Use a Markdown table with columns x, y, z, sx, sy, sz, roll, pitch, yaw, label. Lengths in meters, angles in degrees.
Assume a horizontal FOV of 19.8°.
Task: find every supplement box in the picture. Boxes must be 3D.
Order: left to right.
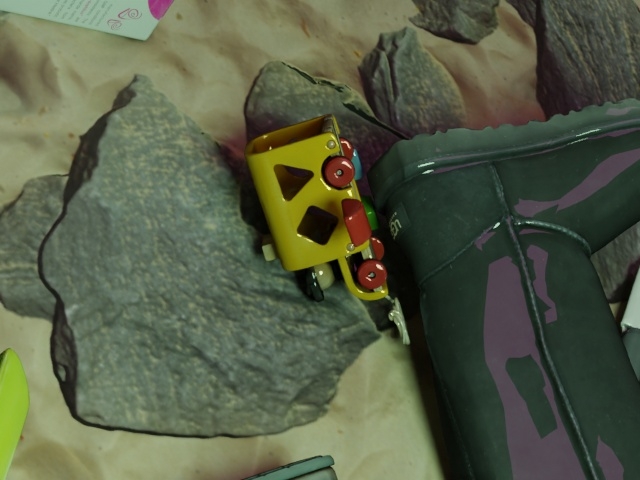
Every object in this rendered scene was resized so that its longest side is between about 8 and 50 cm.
| x | y | z | sx | sy | sz | roll | pitch | yaw | label |
| --- | --- | --- | --- | --- | --- | --- | --- | --- | --- |
| -0.242 | -0.278 | 1.701 | 0.220 | 0.111 | 0.114 | 10 | 51 | -31 | supplement box |

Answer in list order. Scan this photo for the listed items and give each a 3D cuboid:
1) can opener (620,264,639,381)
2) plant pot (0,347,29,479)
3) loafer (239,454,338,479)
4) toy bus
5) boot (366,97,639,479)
| x | y | z | sx | sy | sz | roll | pitch | yaw | label |
| --- | --- | --- | --- | --- | --- | --- | --- | --- | --- |
| 0.337 | 0.113 | 1.831 | 0.076 | 0.095 | 0.283 | 35 | 43 | -8 | can opener |
| -0.333 | 0.153 | 1.222 | 0.207 | 0.227 | 0.228 | 32 | 43 | -20 | plant pot |
| -0.092 | 0.243 | 1.431 | 0.267 | 0.096 | 0.084 | -16 | 81 | -34 | loafer |
| -0.003 | -0.012 | 1.671 | 0.104 | 0.191 | 0.202 | -16 | 58 | 5 | toy bus |
| 0.269 | 0.103 | 1.692 | 0.367 | 0.146 | 0.445 | -11 | 65 | -15 | boot |
